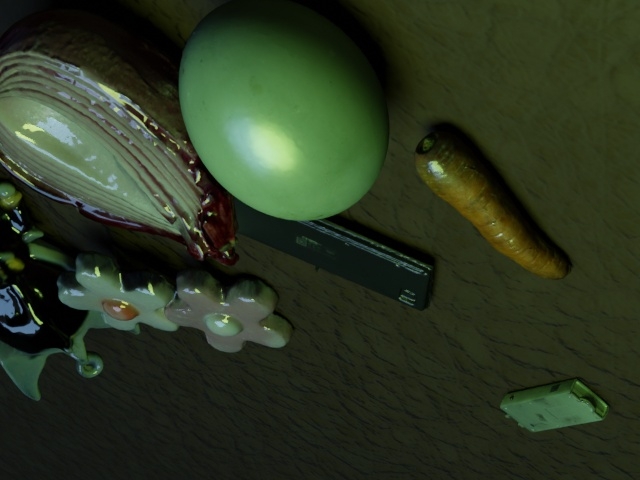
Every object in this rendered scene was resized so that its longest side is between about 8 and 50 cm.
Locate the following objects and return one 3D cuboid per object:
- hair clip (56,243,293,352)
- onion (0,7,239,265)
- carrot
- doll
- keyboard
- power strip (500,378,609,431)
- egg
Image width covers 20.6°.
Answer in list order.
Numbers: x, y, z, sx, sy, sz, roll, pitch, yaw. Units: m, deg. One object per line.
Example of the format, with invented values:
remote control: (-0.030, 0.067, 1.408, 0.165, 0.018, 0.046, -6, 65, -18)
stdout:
hair clip: (-0.156, 0.062, 1.869, 0.257, 0.075, 0.146, 15, 146, 18)
onion: (-0.165, -0.092, 1.542, 0.283, 0.120, 0.227, 40, 150, -13)
carrot: (0.144, -0.021, 1.446, 0.047, 0.047, 0.191, -6, 139, 50)
doll: (-0.337, 0.049, 1.954, 0.103, 0.145, 0.316, 20, 153, 46)
keyboard: (0.000, 0.000, 1.646, 0.230, 0.025, 0.093, 24, 151, 12)
power strip: (0.221, 0.161, 1.710, 0.051, 0.019, 0.136, 37, 153, -17)
egg: (-0.028, -0.101, 1.357, 0.149, 0.149, 0.192, 3, 141, 43)
